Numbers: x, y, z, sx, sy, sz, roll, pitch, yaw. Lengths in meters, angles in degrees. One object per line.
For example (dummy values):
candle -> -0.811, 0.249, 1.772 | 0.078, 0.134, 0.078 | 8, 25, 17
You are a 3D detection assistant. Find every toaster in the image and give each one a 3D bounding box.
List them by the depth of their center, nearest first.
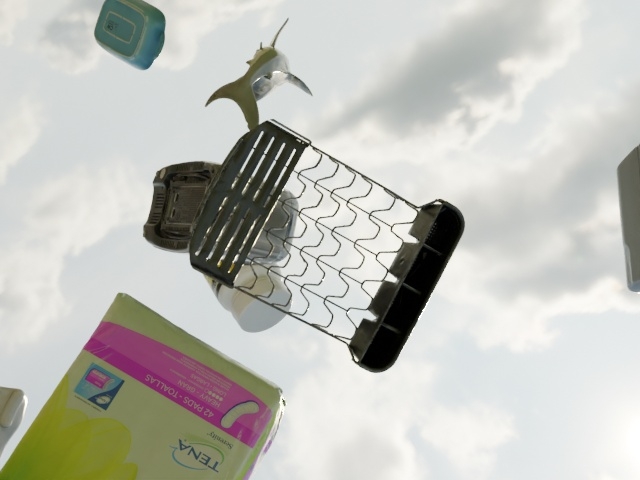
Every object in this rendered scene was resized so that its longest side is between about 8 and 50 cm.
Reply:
toaster -> -0.132, -0.034, 1.461 | 0.227, 0.146, 0.129 | 0, -102, 53

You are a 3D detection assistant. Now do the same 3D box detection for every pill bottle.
pill bottle -> -0.137, 0.048, 1.789 | 0.119, 0.119, 0.208 | -33, -126, -3

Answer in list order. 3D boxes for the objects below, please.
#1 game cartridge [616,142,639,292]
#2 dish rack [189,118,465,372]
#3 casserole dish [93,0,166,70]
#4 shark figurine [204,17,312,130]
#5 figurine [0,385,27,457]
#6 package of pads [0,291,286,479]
game cartridge -> 0.470, -0.068, 1.293 | 0.297, 0.062, 0.198 | 141, -51, -60
dish rack -> 0.000, 0.000, 1.175 | 0.208, 0.271, 0.074 | -62, -162, -3
casserole dish -> -0.342, -0.372, 1.867 | 0.188, 0.037, 0.114 | 33, -74, 40
shark figurine -> -0.067, -0.242, 1.610 | 0.166, 0.116, 0.278 | -51, -175, 11
figurine -> -0.574, 0.361, 1.799 | 0.215, 0.092, 0.210 | -25, -124, 56
package of pads -> -0.193, 0.239, 1.126 | 0.297, 0.229, 0.101 | -58, 171, -16
